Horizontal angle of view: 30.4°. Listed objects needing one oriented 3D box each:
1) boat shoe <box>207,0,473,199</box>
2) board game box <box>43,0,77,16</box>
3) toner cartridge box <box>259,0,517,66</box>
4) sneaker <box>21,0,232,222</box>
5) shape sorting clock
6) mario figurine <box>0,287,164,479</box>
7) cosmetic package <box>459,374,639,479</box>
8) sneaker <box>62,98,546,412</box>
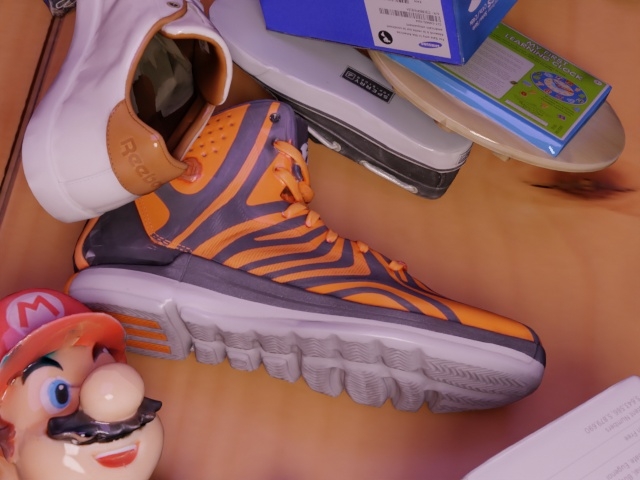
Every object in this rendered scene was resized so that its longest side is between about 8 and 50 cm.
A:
[{"bbox_3d":[0.006,-0.102,0.867,0.219,0.070,0.078,33,49,9],"label":"boat shoe"},{"bbox_3d":[-0.153,-0.361,0.962,0.291,0.141,0.232,-30,67,-17],"label":"board game box"},{"bbox_3d":[0.111,-0.266,0.874,0.165,0.075,0.348,18,51,30],"label":"toner cartridge box"},{"bbox_3d":[-0.101,-0.139,0.804,0.123,0.106,0.290,-13,50,26],"label":"sneaker"},{"bbox_3d":[0.126,-0.113,0.857,0.206,0.040,0.206,15,37,-12],"label":"shape sorting clock"},{"bbox_3d":[-0.107,0.160,0.662,0.170,0.198,0.321,-32,71,6],"label":"mario figurine"},{"bbox_3d":[0.153,0.207,0.648,0.151,0.151,0.184,-21,62,-36],"label":"cosmetic package"},{"bbox_3d":[0.000,0.000,0.787,0.321,0.125,0.180,13,63,4],"label":"sneaker"}]
